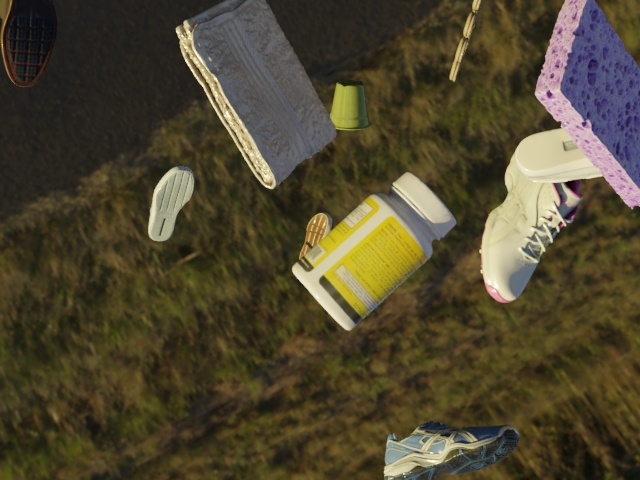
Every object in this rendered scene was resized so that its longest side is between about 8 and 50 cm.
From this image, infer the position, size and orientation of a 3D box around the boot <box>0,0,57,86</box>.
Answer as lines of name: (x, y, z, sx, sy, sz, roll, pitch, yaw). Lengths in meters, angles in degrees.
boot: (-0.439, -0.344, 1.414, 0.082, 0.106, 0.219, -2, 112, -29)

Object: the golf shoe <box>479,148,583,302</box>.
golf shoe: (0.371, -0.038, 1.660, 0.115, 0.306, 0.140, 28, 164, -34)

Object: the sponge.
sponge: (0.291, -0.134, 0.960, 0.031, 0.117, 0.210, -2, 148, 45)

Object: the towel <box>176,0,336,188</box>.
towel: (-0.092, -0.241, 1.485, 0.049, 0.282, 0.187, -18, -161, 47)

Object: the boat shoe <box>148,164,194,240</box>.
boat shoe: (-0.352, -0.100, 2.190, 0.083, 0.075, 0.226, 10, 132, -27)

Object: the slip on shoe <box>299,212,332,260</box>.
slip on shoe: (0.000, 0.000, 1.819, 0.041, 0.051, 0.135, -11, 135, -36)

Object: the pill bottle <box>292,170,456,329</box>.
pill bottle: (0.075, 0.012, 1.294, 0.208, 0.119, 0.119, -42, 157, -1)

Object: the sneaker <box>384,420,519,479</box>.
sneaker: (0.187, 0.300, 1.411, 0.211, 0.081, 0.080, -18, 141, 17)

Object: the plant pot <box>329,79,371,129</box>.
plant pot: (0.053, -0.251, 1.757, 0.083, 0.083, 0.079, -15, 116, -35)

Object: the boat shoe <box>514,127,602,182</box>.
boat shoe: (0.319, -0.101, 1.104, 0.184, 0.066, 0.063, -16, 161, 11)

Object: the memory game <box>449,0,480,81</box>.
memory game: (0.224, -0.325, 1.421, 0.186, 0.012, 0.186, 19, 90, -84)
